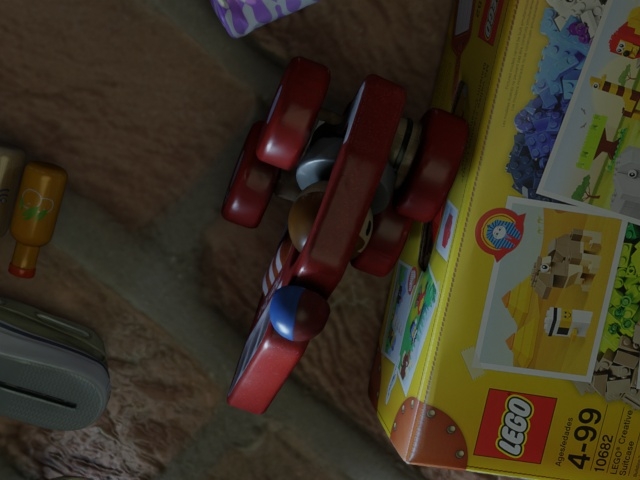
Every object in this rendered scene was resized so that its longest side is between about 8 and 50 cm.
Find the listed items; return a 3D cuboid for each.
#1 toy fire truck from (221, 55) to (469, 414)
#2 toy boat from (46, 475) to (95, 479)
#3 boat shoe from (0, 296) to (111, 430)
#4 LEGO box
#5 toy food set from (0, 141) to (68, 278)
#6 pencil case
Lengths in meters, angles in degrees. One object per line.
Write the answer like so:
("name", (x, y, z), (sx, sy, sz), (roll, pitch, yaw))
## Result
("toy fire truck", (0.000, 0.000, 1.717), (0.169, 0.302, 0.254), (20, 62, -8))
("toy boat", (-0.227, 0.397, 1.837), (0.267, 0.148, 0.318), (37, 77, -32))
("boat shoe", (-0.338, 0.091, 1.802), (0.302, 0.094, 0.109), (23, 117, -17))
("LEGO box", (0.287, -0.031, 1.824), (0.372, 0.193, 0.500), (9, 104, -12))
("toy food set", (-0.354, -0.047, 1.750), (0.232, 0.111, 0.104), (12, 102, -16))
("pencil case", (-0.012, -0.260, 1.764), (0.206, 0.086, 0.088), (-27, 112, -2))
